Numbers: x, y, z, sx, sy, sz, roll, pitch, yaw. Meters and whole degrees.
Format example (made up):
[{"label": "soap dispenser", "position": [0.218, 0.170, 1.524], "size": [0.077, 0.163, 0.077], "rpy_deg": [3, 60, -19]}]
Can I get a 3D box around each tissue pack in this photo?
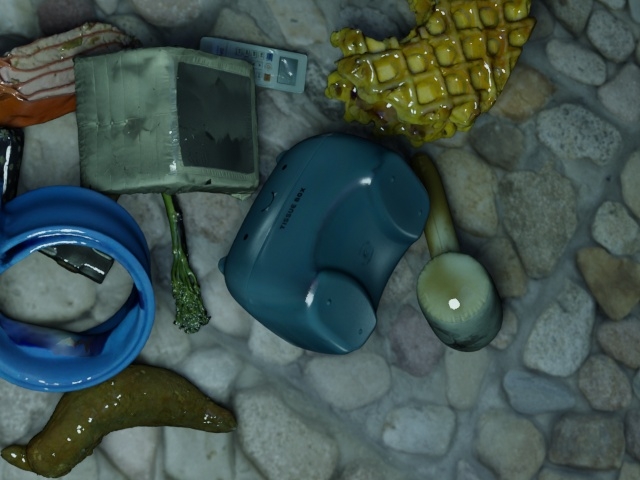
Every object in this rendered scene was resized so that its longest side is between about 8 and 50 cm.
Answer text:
[{"label": "tissue pack", "position": [0.000, 0.000, 1.487], "size": [0.198, 0.206, 0.287], "rpy_deg": [42, 70, -46]}]

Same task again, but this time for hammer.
[{"label": "hammer", "position": [-0.275, -0.120, 1.526], "size": [0.111, 0.043, 0.365], "rpy_deg": [28, 72, -8]}, {"label": "hammer", "position": [0.178, 0.002, 1.571], "size": [0.113, 0.202, 0.305], "rpy_deg": [-17, 66, 6]}]

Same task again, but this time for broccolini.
[{"label": "broccolini", "position": [-0.202, 0.013, 1.516], "size": [0.054, 0.051, 0.239], "rpy_deg": [-13, 81, -8]}]

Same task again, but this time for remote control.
[{"label": "remote control", "position": [-0.101, -0.258, 1.598], "size": [0.162, 0.029, 0.061], "rpy_deg": [9, 86, -18]}]

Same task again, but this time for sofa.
[{"label": "sofa", "position": [-0.204, -0.155, 1.490], "size": [0.225, 0.176, 0.210], "rpy_deg": [-4, 90, -58]}]

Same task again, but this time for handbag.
[{"label": "handbag", "position": [-0.474, -0.103, 1.450], "size": [0.139, 0.072, 0.115], "rpy_deg": [10, 98, 2]}]

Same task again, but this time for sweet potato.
[{"label": "sweet potato", "position": [-0.271, 0.230, 1.432], "size": [0.310, 0.098, 0.124], "rpy_deg": [-13, 105, -18]}]

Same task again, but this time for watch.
[{"label": "watch", "position": [-0.358, 0.091, 1.370], "size": [0.274, 0.241, 0.305], "rpy_deg": [13, 115, -19]}]

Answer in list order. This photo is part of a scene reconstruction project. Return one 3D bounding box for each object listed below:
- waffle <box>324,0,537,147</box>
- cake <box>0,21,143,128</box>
[{"label": "waffle", "position": [0.164, -0.300, 1.619], "size": [0.261, 0.151, 0.324], "rpy_deg": [32, 75, -4]}, {"label": "cake", "position": [-0.371, -0.226, 1.498], "size": [0.287, 0.135, 0.098], "rpy_deg": [-23, 81, -37]}]
